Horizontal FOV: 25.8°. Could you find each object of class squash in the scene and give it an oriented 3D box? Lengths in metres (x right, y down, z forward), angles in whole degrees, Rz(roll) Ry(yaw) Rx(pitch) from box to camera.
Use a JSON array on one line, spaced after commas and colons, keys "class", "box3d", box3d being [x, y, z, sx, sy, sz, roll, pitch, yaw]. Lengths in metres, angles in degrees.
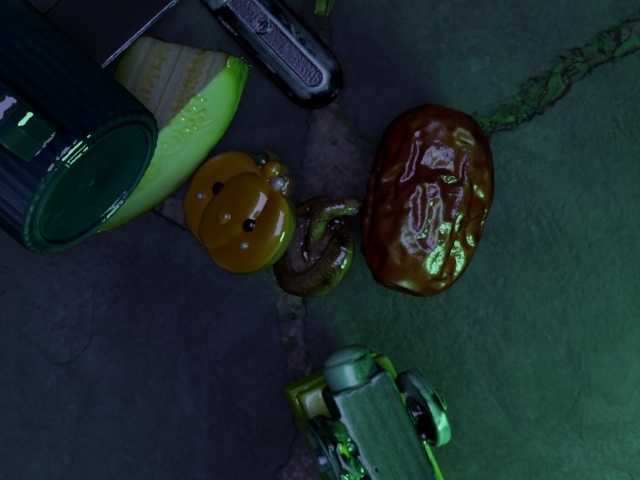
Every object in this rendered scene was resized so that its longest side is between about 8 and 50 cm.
[{"class": "squash", "box3d": [-0.203, -0.115, 1.832, 0.203, 0.111, 0.288, 18, 87, 38]}]

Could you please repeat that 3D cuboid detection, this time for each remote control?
[{"class": "remote control", "box3d": [-0.072, -0.284, 1.857, 0.090, 0.066, 0.266, -44, 94, -3]}]

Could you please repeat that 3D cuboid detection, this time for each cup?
[{"class": "cup", "box3d": [-0.371, -0.170, 1.698, 0.292, 0.308, 0.242, 41, 58, 15]}]

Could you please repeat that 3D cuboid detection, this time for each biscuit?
[{"class": "biscuit", "box3d": [-0.104, -0.045, 1.840, 0.170, 0.050, 0.170, -2, 86, 27]}]

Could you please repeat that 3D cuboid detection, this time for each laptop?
[{"class": "laptop", "box3d": [-0.283, -0.305, 1.851, 0.180, 0.016, 0.129, -42, 69, 2]}]

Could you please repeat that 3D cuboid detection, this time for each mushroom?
[{"class": "mushroom", "box3d": [0.002, 0.000, 1.843, 0.080, 0.170, 0.135, 1, 56, -38]}]

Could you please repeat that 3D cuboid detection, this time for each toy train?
[{"class": "toy train", "box3d": [0.100, 0.336, 1.796, 0.179, 0.272, 0.442, -25, 94, -12]}]

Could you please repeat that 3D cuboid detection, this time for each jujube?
[{"class": "jujube", "box3d": [0.140, -0.053, 1.827, 0.174, 0.174, 0.250, 12, 85, -3]}]

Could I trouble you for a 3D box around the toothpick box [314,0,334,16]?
[{"class": "toothpick box", "box3d": [-0.093, -0.448, 1.778, 0.308, 0.187, 0.190, 20, 71, 2]}]
